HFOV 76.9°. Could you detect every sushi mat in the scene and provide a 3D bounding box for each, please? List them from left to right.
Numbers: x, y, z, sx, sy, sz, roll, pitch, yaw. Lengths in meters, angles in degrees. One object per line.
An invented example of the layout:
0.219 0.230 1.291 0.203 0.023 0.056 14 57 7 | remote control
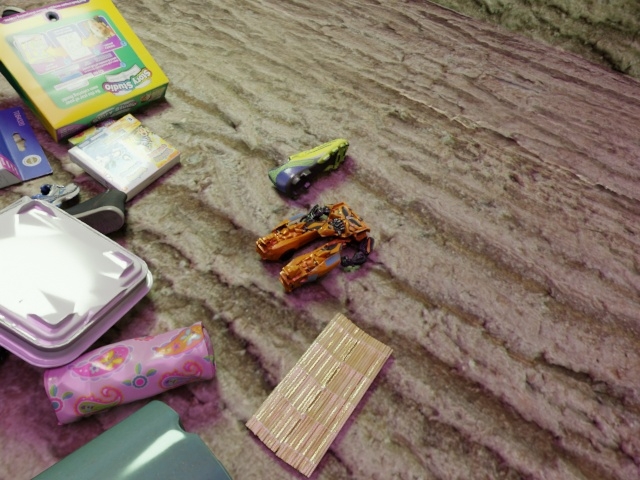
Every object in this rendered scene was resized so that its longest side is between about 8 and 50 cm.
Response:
0.008 0.299 0.828 0.151 0.019 0.316 35 56 15 | sushi mat

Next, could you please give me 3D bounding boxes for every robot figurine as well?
0.000 0.000 1.007 0.291 0.085 0.211 -29 64 -27 | robot figurine

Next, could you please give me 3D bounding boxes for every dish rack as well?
-0.523 0.050 0.762 0.333 0.072 0.285 32 37 1 | dish rack

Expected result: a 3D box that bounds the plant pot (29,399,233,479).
-0.289 0.418 0.519 0.341 0.341 0.334 39 49 19 | plant pot

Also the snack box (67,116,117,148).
-0.614 -0.283 1.140 0.100 0.037 0.141 32 55 11 | snack box

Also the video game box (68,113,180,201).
-0.521 -0.226 1.086 0.187 0.048 0.205 38 56 -1 | video game box

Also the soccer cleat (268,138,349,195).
-0.028 -0.235 1.174 0.121 0.093 0.289 35 55 24 | soccer cleat

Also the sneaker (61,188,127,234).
-0.575 -0.053 0.966 0.222 0.083 0.118 -13 35 -7 | sneaker

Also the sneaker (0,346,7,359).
-0.699 0.119 0.767 0.119 0.107 0.278 -19 73 -12 | sneaker

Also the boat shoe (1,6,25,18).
-0.920 -0.644 1.308 0.340 0.127 0.113 27 77 7 | boat shoe

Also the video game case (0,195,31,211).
-0.706 -0.007 0.891 0.157 0.019 0.143 -29 60 4 | video game case

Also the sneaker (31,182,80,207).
-0.639 -0.116 0.975 0.052 0.058 0.135 -19 27 14 | sneaker

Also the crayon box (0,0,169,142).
-0.690 -0.505 1.165 0.363 0.106 0.313 -40 101 -31 | crayon box

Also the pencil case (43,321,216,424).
-0.344 0.244 0.752 0.284 0.124 0.124 -14 57 -18 | pencil case

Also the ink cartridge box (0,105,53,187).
-0.926 -0.241 1.038 0.330 0.071 0.324 -28 63 -25 | ink cartridge box
